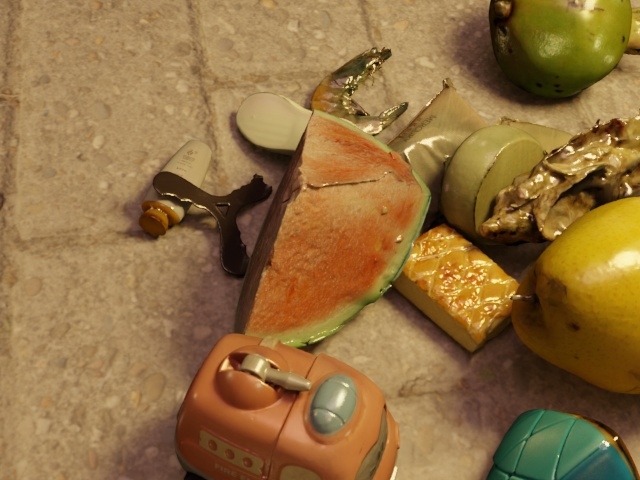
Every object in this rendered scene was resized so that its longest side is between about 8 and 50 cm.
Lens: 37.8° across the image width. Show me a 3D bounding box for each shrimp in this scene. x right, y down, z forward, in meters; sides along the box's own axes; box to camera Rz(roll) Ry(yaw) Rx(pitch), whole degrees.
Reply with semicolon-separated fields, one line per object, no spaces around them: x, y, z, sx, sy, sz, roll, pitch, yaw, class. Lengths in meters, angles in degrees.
0.082;-0.261;1.657;0.150;0.051;0.217;35;65;16;shrimp

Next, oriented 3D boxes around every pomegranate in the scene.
0.460;-0.389;1.676;0.340;0.260;0.261;-4;53;-12;pomegranate

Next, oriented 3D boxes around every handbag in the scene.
0.182;-0.120;1.504;0.182;0.117;0.270;45;69;4;handbag

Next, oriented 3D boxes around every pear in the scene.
0.413;0.064;1.271;0.336;0.285;0.285;30;41;-36;pear

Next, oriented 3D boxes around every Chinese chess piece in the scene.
0.270;-0.085;1.447;0.188;0.189;0.083;-32;39;-26;Chinese chess piece

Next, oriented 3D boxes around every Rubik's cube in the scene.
0.260;0.313;1.171;0.254;0.254;0.255;3;52;-3;Rubik's cube

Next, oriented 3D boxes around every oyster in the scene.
0.406;-0.082;1.406;0.361;0.221;0.096;-11;36;-25;oyster

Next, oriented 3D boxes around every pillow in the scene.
0.386;-0.152;1.593;0.208;0.053;0.119;15;48;6;pillow

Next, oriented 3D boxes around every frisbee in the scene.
-0.140;-0.050;1.468;0.187;0.012;0.211;-31;78;-41;frisbee

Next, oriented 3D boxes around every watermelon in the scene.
0.026;0.002;1.346;0.222;0.292;0.319;17;18;-6;watermelon

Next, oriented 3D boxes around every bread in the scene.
0.205;0.067;1.396;0.125;0.068;0.188;-35;62;-27;bread

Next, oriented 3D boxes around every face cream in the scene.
-0.229;-0.086;1.485;0.072;0.051;0.182;20;52;4;face cream

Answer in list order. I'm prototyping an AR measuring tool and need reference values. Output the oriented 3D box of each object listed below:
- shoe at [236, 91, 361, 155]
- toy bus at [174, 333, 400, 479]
-0.021;-0.172;1.560;0.265;0.110;0.095;24;91;37;shoe
-0.039;0.226;1.153;0.287;0.232;0.194;20;50;12;toy bus
